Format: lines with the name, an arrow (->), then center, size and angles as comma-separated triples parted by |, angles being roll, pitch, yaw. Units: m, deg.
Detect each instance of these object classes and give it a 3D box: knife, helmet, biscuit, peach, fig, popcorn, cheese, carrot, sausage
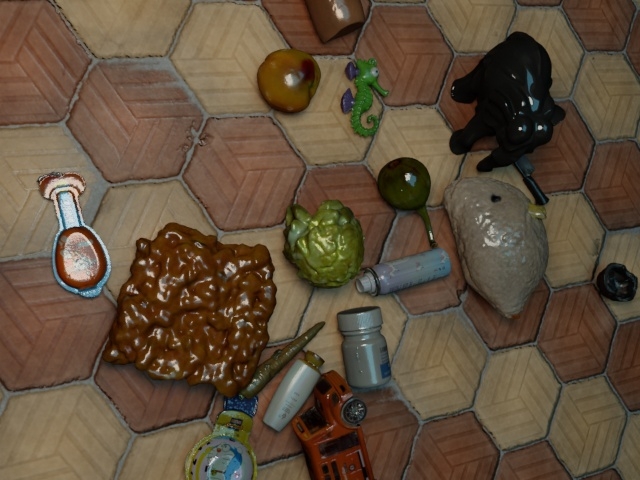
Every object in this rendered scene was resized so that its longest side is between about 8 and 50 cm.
knife -> 0.536, -0.195, 1.594 | 0.060, 0.028, 0.230 | -41, 99, -30
helmet -> 0.797, 0.117, 1.647 | 0.123, 0.070, 0.098 | 32, 70, -9
biscuit -> -0.248, 0.134, 1.227 | 0.312, 0.110, 0.318 | 18, 81, -18
peach -> -0.070, -0.351, 1.314 | 0.138, 0.138, 0.138 | 1, 87, -21
fig -> 0.226, -0.088, 1.422 | 0.124, 0.124, 0.236 | -42, 111, -18
popcorn -> 0.000, 0.000, 1.307 | 0.212, 0.198, 0.198 | 29, 76, 10
cheese -> -0.481, -0.011, 1.183 | 0.106, 0.037, 0.256 | -15, 93, -22
cheese -> -0.195, 0.436, 1.254 | 0.156, 0.064, 0.250 | 21, 68, -20
carrot -> -0.081, 0.256, 1.319 | 0.254, 0.049, 0.049 | -38, 100, -24
sausage -> 0.001, -0.606, 1.356 | 0.121, 0.121, 0.304 | -23, 96, -20

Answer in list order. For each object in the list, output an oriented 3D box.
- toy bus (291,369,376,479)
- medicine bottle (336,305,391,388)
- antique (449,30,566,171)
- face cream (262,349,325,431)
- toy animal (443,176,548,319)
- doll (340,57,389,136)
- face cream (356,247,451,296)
toy bus -> 0.036, 0.451, 1.285 | 0.153, 0.143, 0.329 | -17, 103, -14
medicine bottle -> 0.098, 0.238, 1.355 | 0.105, 0.105, 0.168 | -10, 90, -21
antique -> 0.439, -0.333, 1.441 | 0.185, 0.255, 0.322 | 4, 88, -23
face cream -> -0.057, 0.326, 1.319 | 0.072, 0.051, 0.182 | 38, 76, -17
toy animal -> 0.442, 0.009, 1.455 | 0.226, 0.188, 0.358 | -15, 93, -15
doll -> 0.105, -0.338, 1.420 | 0.115, 0.050, 0.190 | 10, 85, -13
face cream -> 0.192, 0.077, 1.415 | 0.229, 0.075, 0.075 | -14, 92, -22
